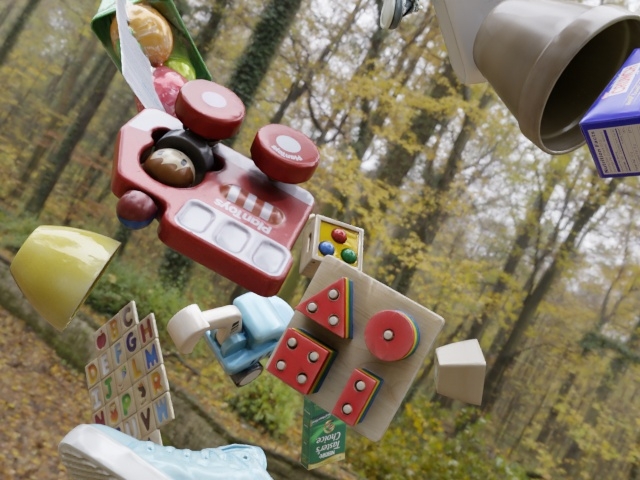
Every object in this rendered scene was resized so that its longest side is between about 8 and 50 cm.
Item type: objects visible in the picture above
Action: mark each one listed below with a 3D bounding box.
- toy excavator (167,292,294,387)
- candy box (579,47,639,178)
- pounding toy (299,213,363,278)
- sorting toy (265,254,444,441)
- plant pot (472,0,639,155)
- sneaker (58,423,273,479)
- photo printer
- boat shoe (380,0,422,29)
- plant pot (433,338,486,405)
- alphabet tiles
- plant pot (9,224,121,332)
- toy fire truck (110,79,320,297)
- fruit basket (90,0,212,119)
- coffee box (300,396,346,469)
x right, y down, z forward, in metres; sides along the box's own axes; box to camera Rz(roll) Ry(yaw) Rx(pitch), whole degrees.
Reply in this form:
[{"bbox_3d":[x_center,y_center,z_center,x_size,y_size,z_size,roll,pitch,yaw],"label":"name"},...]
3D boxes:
[{"bbox_3d":[-0.253,0.261,1.952,0.222,0.433,0.445,53,-30,23],"label":"toy excavator"},{"bbox_3d":[0.606,-0.219,0.987,0.317,0.268,0.122,1,-51,48],"label":"candy box"},{"bbox_3d":[-0.005,-0.009,1.550,0.206,0.181,0.094,18,-36,-17],"label":"pounding toy"},{"bbox_3d":[0.049,0.191,1.183,0.257,0.255,0.089,29,2,21],"label":"sorting toy"},{"bbox_3d":[0.499,-0.395,1.427,0.280,0.323,0.323,50,8,37],"label":"plant pot"},{"bbox_3d":[-0.151,0.318,0.836,0.366,0.150,0.135,37,-48,-11],"label":"sneaker"},{"bbox_3d":[0.415,-0.550,1.588,0.107,0.256,0.307,-119,-174,-67],"label":"photo printer"},{"bbox_3d":[0.223,-0.636,1.659,0.099,0.319,0.116,19,-41,-5],"label":"boat shoe"},{"bbox_3d":[0.305,0.291,1.448,0.096,0.109,0.109,2,22,1],"label":"plant pot"},{"bbox_3d":[-0.414,0.319,1.384,0.011,0.285,0.343,10,52,-47],"label":"alphabet tiles"},{"bbox_3d":[-0.331,0.035,0.823,0.095,0.134,0.134,33,-8,-12],"label":"plant pot"},{"bbox_3d":[-0.154,-0.072,0.909,0.302,0.169,0.254,29,37,-3],"label":"toy fire truck"},{"bbox_3d":[-0.312,-0.300,1.204,0.165,0.353,0.327,-15,-33,6],"label":"fruit basket"},{"bbox_3d":[0.011,0.456,1.581,0.113,0.184,0.040,-3,13,-34],"label":"coffee box"}]
